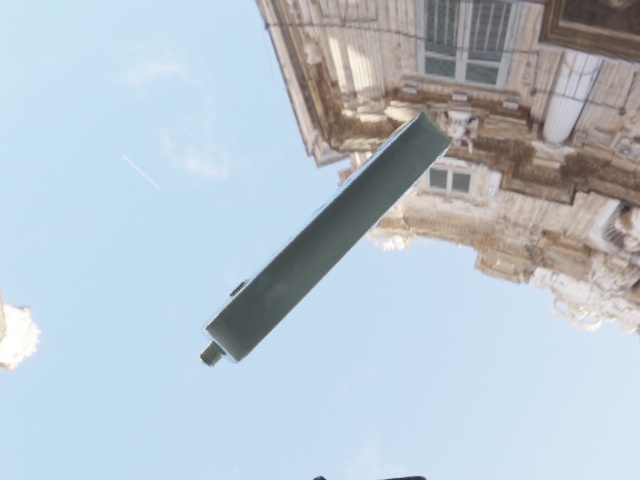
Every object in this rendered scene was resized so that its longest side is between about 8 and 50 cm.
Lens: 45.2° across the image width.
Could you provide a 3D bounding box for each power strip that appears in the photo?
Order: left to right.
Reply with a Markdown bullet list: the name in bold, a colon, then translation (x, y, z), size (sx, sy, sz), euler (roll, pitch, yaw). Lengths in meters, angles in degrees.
- **power strip**: translation (0.000, 0.000, 0.887), size (0.062, 0.091, 0.385), euler (46, -105, -6)

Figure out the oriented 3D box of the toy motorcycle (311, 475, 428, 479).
- **toy motorcycle**: translation (0.108, 0.261, 0.286), size (0.125, 0.212, 0.358), euler (-54, -133, 28)
